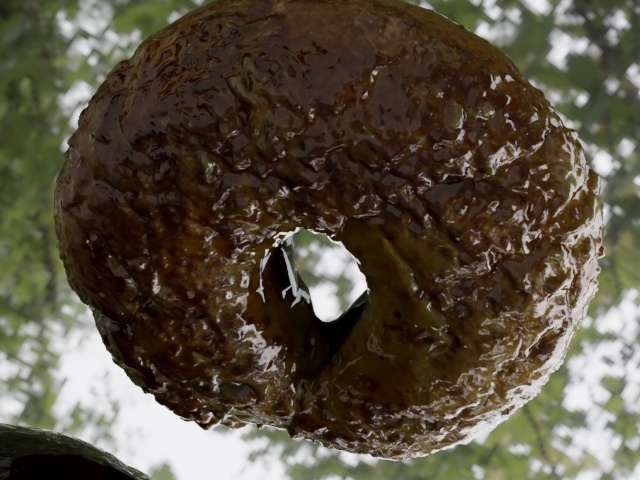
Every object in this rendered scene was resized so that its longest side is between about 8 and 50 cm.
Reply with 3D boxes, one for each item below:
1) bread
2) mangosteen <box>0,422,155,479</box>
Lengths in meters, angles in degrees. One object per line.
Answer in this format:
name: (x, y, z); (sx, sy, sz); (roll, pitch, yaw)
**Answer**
bread: (0.000, 0.000, 0.597); (0.193, 0.193, 0.064); (-39, -165, 31)
mangosteen: (-0.117, 0.170, 0.616); (0.216, 0.216, 0.216); (-38, -145, 32)
